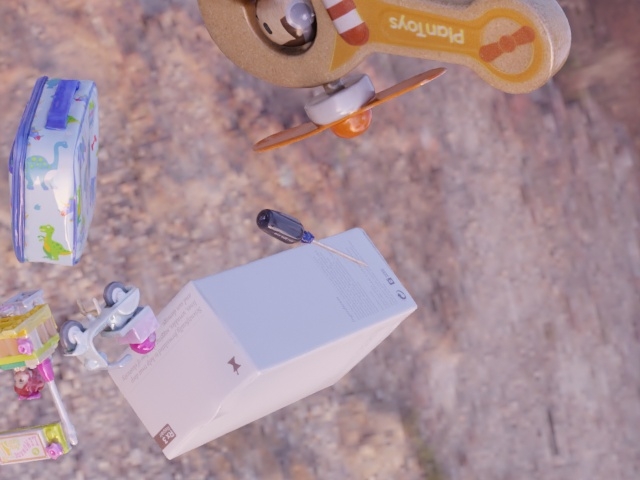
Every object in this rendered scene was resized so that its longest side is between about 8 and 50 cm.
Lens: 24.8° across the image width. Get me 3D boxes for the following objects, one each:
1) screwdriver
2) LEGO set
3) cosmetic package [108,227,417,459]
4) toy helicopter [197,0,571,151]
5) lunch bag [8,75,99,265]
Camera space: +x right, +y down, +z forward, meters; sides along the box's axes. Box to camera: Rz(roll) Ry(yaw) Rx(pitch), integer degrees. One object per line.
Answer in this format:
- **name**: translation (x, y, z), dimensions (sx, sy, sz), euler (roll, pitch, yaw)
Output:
- **screwdriver**: translation (0.000, 0.000, 1.308), dimensions (0.170, 0.025, 0.024), euler (18, 29, -50)
- **LEGO set**: translation (-0.246, 0.100, 1.110), dimensions (0.132, 0.287, 0.107), euler (-31, 109, -39)
- **cosmetic package**: translation (-0.070, 0.130, 1.956), dimensions (0.156, 0.217, 0.385), euler (54, 33, 15)
- **toy helicopter**: translation (0.039, -0.169, 1.182), dimensions (0.140, 0.355, 0.235), euler (-36, 131, -42)
- **lunch bag**: translation (-0.312, -0.088, 1.717), dimensions (0.219, 0.090, 0.176), euler (-92, -172, -58)
